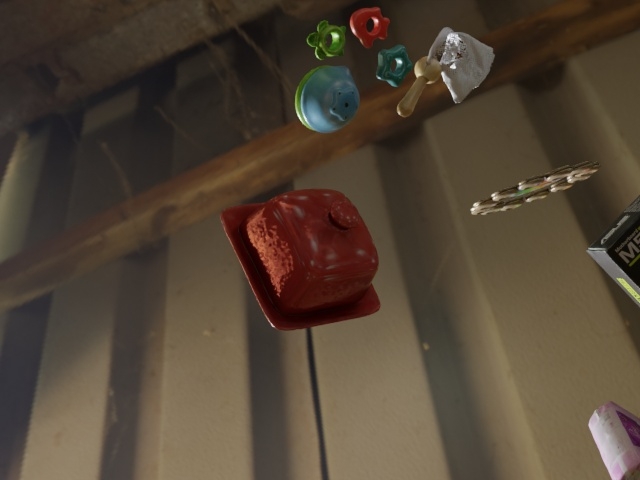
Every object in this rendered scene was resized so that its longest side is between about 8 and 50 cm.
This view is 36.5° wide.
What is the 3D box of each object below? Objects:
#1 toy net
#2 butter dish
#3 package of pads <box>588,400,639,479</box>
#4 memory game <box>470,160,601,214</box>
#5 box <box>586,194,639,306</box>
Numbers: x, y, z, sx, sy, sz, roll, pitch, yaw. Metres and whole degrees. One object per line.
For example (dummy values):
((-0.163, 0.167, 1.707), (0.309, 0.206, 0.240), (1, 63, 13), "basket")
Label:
((0.080, -0.188, 1.006), (0.232, 0.122, 0.045), (-18, -155, -29), "toy net")
((0.000, 0.000, 1.040), (0.118, 0.160, 0.160), (-48, -121, 43), "butter dish")
((0.232, 0.159, 0.714), (0.032, 0.050, 0.083), (-53, -166, 18), "package of pads")
((0.295, -0.070, 1.334), (0.186, 0.186, 0.012), (-21, -100, 15), "memory game")
((0.345, 0.006, 0.780), (0.190, 0.184, 0.045), (-46, -177, -4), "box")
